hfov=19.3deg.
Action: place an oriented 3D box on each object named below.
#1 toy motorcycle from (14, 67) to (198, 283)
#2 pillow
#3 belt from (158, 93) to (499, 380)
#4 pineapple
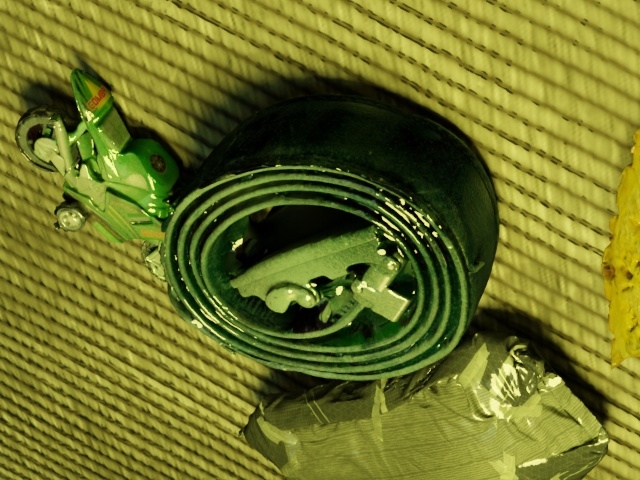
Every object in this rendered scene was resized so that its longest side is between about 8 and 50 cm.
[{"bbox_3d":[-0.149,-0.043,1.460,0.190,0.074,0.106,45,129,-14],"label":"toy motorcycle"},{"bbox_3d":[0.076,0.159,1.503,0.335,0.092,0.161,-20,113,44],"label":"pillow"},{"bbox_3d":[0.000,0.000,1.365,0.267,0.116,0.206,-9,124,31],"label":"belt"},{"bbox_3d":[0.284,-0.024,1.193,0.164,0.140,0.250,-8,160,-15],"label":"pineapple"}]
